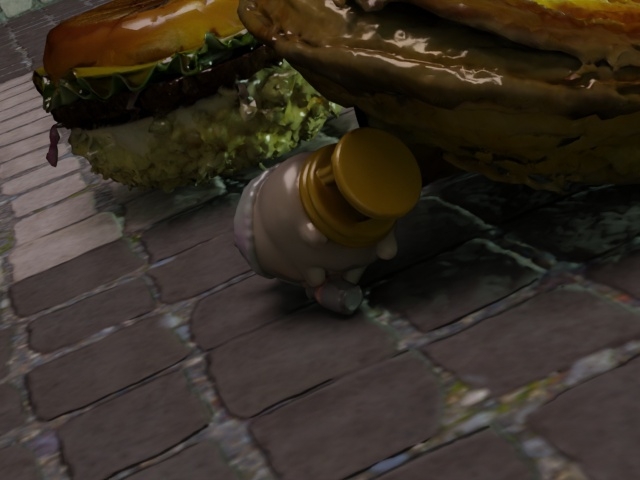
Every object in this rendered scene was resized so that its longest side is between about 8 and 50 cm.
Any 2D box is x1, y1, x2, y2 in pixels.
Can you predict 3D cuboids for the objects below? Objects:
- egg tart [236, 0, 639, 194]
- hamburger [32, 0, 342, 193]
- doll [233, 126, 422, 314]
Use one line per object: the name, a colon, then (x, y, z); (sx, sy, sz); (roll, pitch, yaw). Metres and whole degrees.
egg tart: (0.102, -0.086, 0.622); (0.297, 0.132, 0.297); (5, 19, -2)
hamburger: (-0.093, -0.119, 0.870); (0.243, 0.138, 0.262); (-23, 20, -15)
doll: (0.000, 0.000, 0.582); (0.073, 0.084, 0.127); (-5, -19, -31)
